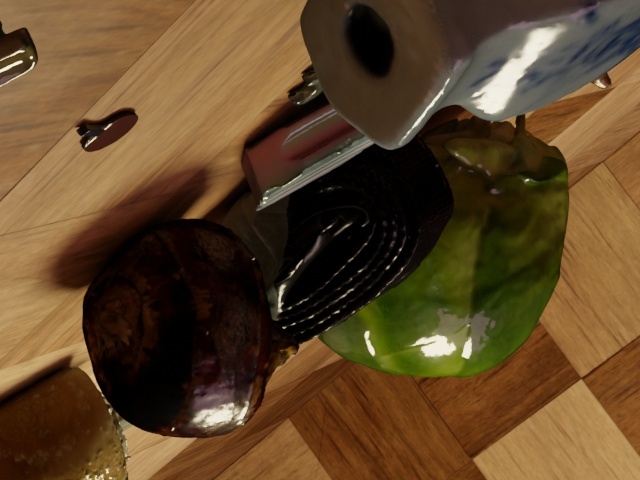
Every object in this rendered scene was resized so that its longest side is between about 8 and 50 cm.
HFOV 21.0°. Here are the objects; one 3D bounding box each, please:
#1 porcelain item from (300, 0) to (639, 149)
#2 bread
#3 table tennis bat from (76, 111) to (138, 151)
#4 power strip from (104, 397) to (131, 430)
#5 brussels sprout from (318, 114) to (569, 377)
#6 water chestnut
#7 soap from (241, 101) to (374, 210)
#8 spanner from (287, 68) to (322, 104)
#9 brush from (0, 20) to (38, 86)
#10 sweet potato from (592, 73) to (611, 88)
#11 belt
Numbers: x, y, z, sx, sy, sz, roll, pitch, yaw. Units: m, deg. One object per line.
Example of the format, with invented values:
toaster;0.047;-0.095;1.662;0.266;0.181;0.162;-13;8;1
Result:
porcelain item;0.189;-0.232;1.450;0.405;0.178;0.242;-28;166;-32
bread;-0.333;0.278;2.075;0.246;0.176;0.195;-31;171;-26
table tennis bat;-0.175;-0.088;1.398;0.050;0.007;0.083;-38;172;14
power strip;-0.210;0.200;2.506;0.367;0.043;0.106;-30;169;-30
brussels sprout;0.138;0.007;2.109;0.276;0.314;0.371;8;-148;45
water chestnut;-0.130;0.092;1.768;0.238;0.223;0.223;-5;155;-29
soap;-0.012;-0.093;1.746;0.149;0.056;0.100;-30;173;-8
spanner;0.055;-0.178;1.728;0.254;0.015;0.054;-25;163;-48
brush;-0.299;-0.064;1.003;0.282;0.048;0.054;-27;167;-5
sweet potato;0.186;-0.209;1.786;0.095;0.106;0.355;-29;164;38
belt;0.000;0.000;1.874;0.289;0.184;0.164;-41;177;25
